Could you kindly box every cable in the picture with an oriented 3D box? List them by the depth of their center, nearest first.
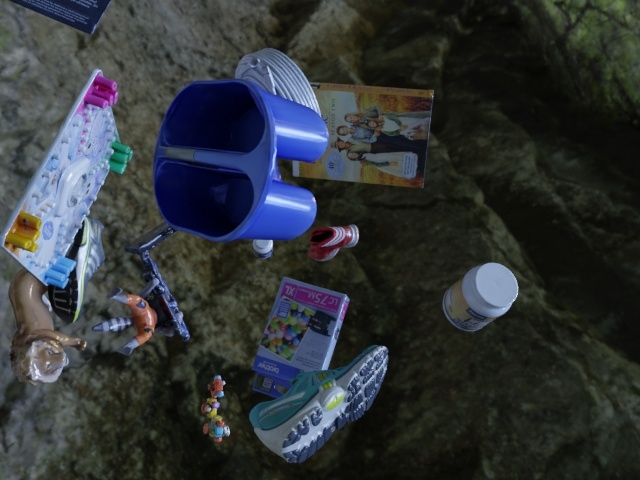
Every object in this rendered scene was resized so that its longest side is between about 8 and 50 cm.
[{"bbox_3d":[-0.102,-0.326,1.491,0.089,0.257,0.257,-38,-154,-17],"label":"cable"}]

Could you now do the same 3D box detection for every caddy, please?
[{"bbox_3d":[-0.148,-0.124,0.991,0.179,0.241,0.341,5,-174,-41],"label":"caddy"}]

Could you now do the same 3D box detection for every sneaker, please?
[{"bbox_3d":[0.008,0.236,1.013,0.275,0.107,0.110,-25,-142,-39],"label":"sneaker"},{"bbox_3d":[-0.639,0.075,1.697,0.111,0.300,0.121,14,-175,24],"label":"sneaker"},{"bbox_3d":[0.000,0.000,1.848,0.128,0.087,0.221,6,155,-34],"label":"sneaker"}]

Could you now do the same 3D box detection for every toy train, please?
[{"bbox_3d":[-0.292,0.462,1.725,0.125,0.046,0.166,-52,-137,47],"label":"toy train"}]

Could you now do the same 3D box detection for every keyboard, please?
[{"bbox_3d":[-0.355,-0.021,1.458,0.108,0.023,0.180,0,-147,50],"label":"keyboard"}]

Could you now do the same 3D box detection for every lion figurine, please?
[{"bbox_3d":[-0.740,0.201,1.645,0.142,0.392,0.240,-33,158,6],"label":"lion figurine"}]

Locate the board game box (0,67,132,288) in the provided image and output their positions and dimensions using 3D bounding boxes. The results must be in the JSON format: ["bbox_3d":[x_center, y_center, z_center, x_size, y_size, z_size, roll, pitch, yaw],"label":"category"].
[{"bbox_3d":[-0.517,-0.109,1.347,0.390,0.050,0.390,125,-14,-71],"label":"board game box"}]

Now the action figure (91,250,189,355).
[{"bbox_3d":[-0.579,0.200,2.026,0.178,0.341,0.330,-26,173,13],"label":"action figure"}]

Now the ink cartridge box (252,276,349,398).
[{"bbox_3d":[-0.058,0.268,1.668,0.186,0.065,0.311,15,-100,16],"label":"ink cartridge box"}]

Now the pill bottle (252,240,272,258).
[{"bbox_3d":[-0.193,0.017,2.112,0.067,0.067,0.120,-35,170,-13],"label":"pill bottle"}]

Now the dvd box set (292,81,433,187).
[{"bbox_3d":[0.120,-0.322,1.936,0.420,0.307,0.062,7,-145,8],"label":"dvd box set"}]

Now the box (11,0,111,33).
[{"bbox_3d":[-0.473,-0.636,1.240,0.294,0.183,0.296,-37,-127,36],"label":"box"}]

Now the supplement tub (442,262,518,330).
[{"bbox_3d":[0.433,0.154,1.719,0.144,0.144,0.199,-40,170,-26],"label":"supplement tub"}]
